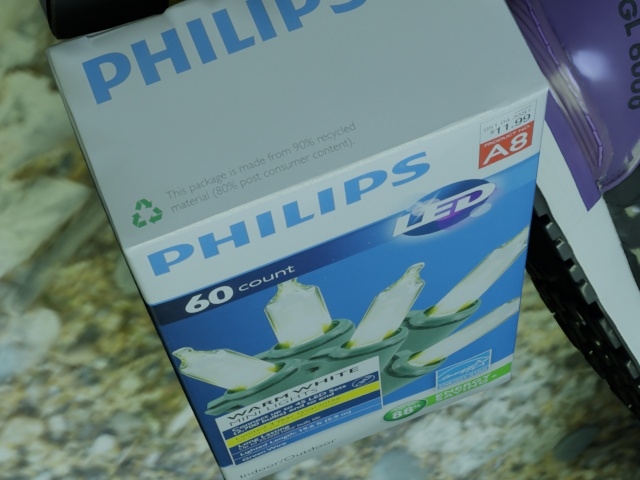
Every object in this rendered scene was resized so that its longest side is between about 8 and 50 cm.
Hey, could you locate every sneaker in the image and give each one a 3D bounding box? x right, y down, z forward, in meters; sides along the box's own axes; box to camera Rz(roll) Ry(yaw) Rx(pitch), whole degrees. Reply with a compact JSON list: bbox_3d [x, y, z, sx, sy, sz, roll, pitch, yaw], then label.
[{"bbox_3d":[0.149,-0.017,0.689,0.124,0.107,0.283,-35,135,-2],"label":"sneaker"}]

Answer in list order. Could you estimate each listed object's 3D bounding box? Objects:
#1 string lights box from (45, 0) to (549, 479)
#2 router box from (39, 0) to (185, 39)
[{"bbox_3d":[0.000,0.000,0.585,0.133,0.077,0.260,-21,157,-5],"label":"string lights box"},{"bbox_3d":[0.028,-0.219,0.466,0.243,0.081,0.309,-10,132,-17],"label":"router box"}]
